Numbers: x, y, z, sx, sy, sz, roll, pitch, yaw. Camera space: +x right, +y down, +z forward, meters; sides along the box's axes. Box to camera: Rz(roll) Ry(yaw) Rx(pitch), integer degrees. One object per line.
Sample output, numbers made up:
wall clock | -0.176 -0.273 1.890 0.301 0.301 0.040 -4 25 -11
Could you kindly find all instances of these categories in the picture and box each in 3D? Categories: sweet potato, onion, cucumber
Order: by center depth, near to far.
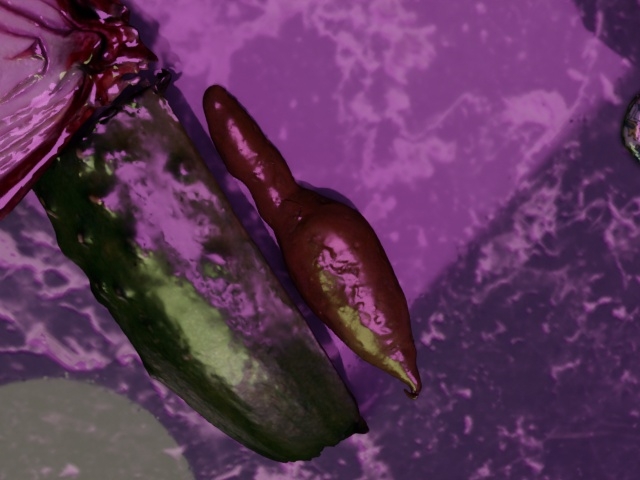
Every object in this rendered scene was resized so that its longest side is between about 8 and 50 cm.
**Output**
onion | -0.240 -0.109 0.603 0.284 0.120 0.226 -1 92 3
cucumber | -0.081 0.051 0.668 0.145 0.105 0.325 -33 105 1
sweet potato | -0.001 -0.002 0.681 0.075 0.075 0.269 -36 90 2

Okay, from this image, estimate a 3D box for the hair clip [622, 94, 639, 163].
hair clip | 0.335 -0.041 0.719 0.229 0.036 0.066 33 103 -10
